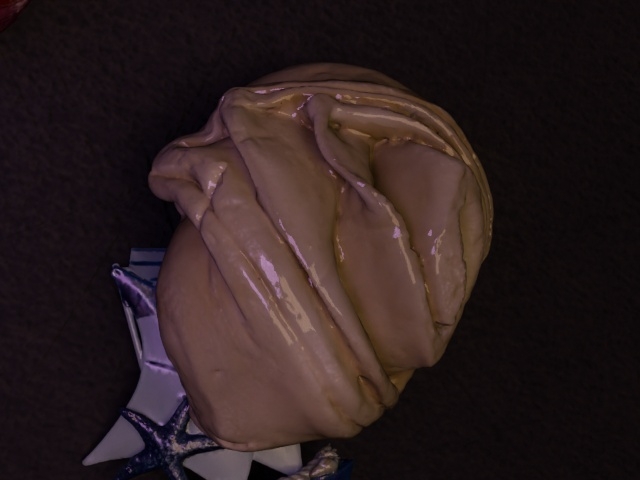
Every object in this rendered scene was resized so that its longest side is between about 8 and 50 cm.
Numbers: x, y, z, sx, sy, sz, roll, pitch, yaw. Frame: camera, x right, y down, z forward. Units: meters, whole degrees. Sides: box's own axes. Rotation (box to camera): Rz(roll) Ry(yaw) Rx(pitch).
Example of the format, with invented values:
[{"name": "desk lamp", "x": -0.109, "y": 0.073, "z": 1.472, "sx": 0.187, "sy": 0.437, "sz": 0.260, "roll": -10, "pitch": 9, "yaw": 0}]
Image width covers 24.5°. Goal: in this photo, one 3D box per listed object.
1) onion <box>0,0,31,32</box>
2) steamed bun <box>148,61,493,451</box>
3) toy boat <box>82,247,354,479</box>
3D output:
[{"name": "onion", "x": -0.295, "y": -0.242, "z": 0.961, "sx": 0.276, "sy": 0.276, "sz": 0.276, "roll": -3, "pitch": 97, "yaw": -24}, {"name": "steamed bun", "x": 0.002, "y": 0.003, "z": 1.123, "sx": 0.289, "sy": 0.203, "sz": 0.276, "roll": -35, "pitch": 92, "yaw": -26}, {"name": "toy boat", "x": -0.117, "y": 0.162, "z": 1.196, "sx": 0.210, "sy": 0.070, "sz": 0.291, "roll": -38, "pitch": 97, "yaw": -9}]
